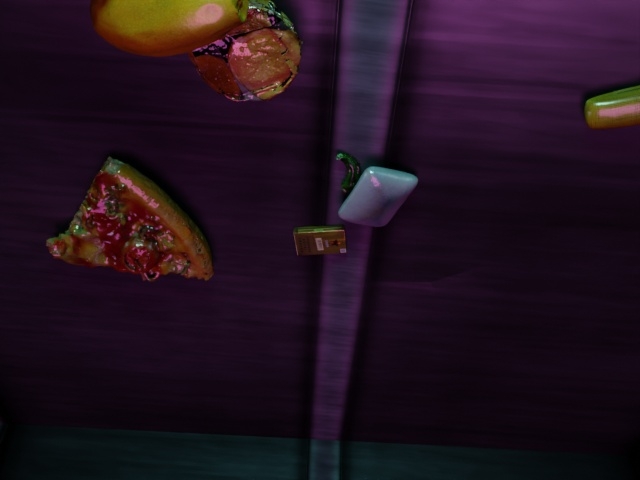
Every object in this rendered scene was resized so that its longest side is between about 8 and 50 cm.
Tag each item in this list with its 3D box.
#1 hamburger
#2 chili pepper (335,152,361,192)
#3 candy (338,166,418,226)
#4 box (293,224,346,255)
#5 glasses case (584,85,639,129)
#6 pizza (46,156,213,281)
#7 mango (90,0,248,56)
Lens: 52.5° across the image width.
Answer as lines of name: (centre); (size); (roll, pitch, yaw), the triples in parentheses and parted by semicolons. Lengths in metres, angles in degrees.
hamburger: (-0.139, -0.365, 1.229); (0.231, 0.106, 0.231); (-1, 138, -1)
chili pepper: (0.069, -0.156, 1.502); (0.055, 0.035, 0.118); (-17, 141, -3)
candy: (0.134, -0.099, 1.530); (0.138, 0.071, 0.174); (8, 140, -24)
box: (0.000, 0.000, 1.687); (0.133, 0.023, 0.090); (-4, 139, 7)
glasses case: (0.660, -0.277, 1.317); (0.234, 0.064, 0.079); (-10, 129, 15)
pizza: (-0.511, 0.008, 1.645); (0.406, 0.130, 0.440); (-17, 134, 18)
mango: (-0.266, -0.389, 1.083); (0.359, 0.187, 0.144); (22, 148, 41)
